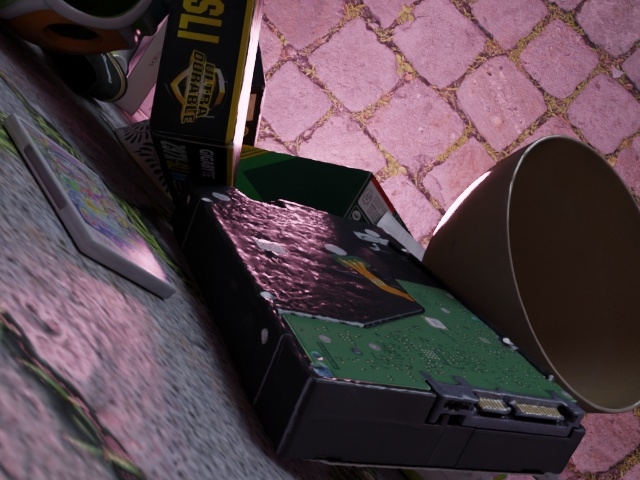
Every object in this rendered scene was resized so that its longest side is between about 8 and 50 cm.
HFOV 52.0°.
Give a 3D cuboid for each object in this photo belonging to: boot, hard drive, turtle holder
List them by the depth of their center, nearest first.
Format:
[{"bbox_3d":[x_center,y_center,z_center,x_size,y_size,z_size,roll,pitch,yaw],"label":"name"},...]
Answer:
[{"bbox_3d":[0.022,0.054,0.544,0.237,0.064,0.339,13,17,-29],"label":"hard drive"},{"bbox_3d":[-0.219,-0.335,0.656,0.243,0.320,0.227,40,6,-42],"label":"turtle holder"},{"bbox_3d":[-0.328,-0.265,0.827,0.198,0.077,0.137,48,5,-10],"label":"boot"}]

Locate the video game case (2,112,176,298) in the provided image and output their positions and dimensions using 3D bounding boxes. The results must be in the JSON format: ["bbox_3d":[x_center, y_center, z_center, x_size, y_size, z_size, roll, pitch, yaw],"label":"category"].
[{"bbox_3d":[-0.143,-0.020,0.408,0.122,0.011,0.087,49,-1,29],"label":"video game case"}]

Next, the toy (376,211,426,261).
[{"bbox_3d":[0.138,0.082,0.852,0.237,0.056,0.137,47,35,-3],"label":"toy"}]

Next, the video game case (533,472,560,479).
[{"bbox_3d":[0.153,0.157,0.716,0.183,0.023,0.201,49,-3,-14],"label":"video game case"}]

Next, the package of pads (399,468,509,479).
[{"bbox_3d":[0.081,0.174,0.805,0.296,0.101,0.229,48,-2,-6],"label":"package of pads"}]

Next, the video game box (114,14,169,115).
[{"bbox_3d":[-0.294,-0.323,1.171,0.048,0.205,0.187,33,4,-22],"label":"video game box"}]

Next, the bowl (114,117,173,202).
[{"bbox_3d":[-0.180,-0.106,0.857,0.170,0.080,0.170,48,0,0],"label":"bowl"}]

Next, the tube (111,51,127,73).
[{"bbox_3d":[-0.388,-0.321,0.992,0.240,0.062,0.070,42,-46,19],"label":"tube"}]

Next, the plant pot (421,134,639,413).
[{"bbox_3d":[0.220,0.051,0.728,0.284,0.284,0.191,49,-38,-16],"label":"plant pot"}]

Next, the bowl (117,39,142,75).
[{"bbox_3d":[-0.397,-0.428,1.097,0.298,0.134,0.298,40,-10,8],"label":"bowl"}]

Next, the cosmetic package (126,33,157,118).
[{"bbox_3d":[-0.416,-0.409,1.370,0.224,0.138,0.224,48,-2,13],"label":"cosmetic package"}]

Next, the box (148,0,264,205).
[{"bbox_3d":[-0.105,-0.212,0.689,0.079,0.321,0.257,8,-12,-5],"label":"box"}]

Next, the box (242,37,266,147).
[{"bbox_3d":[-0.178,-0.308,1.231,0.395,0.097,0.318,116,-31,-67],"label":"box"}]

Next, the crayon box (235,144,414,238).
[{"bbox_3d":[0.000,0.000,1.056,0.313,0.106,0.363,18,-20,36],"label":"crayon box"}]
